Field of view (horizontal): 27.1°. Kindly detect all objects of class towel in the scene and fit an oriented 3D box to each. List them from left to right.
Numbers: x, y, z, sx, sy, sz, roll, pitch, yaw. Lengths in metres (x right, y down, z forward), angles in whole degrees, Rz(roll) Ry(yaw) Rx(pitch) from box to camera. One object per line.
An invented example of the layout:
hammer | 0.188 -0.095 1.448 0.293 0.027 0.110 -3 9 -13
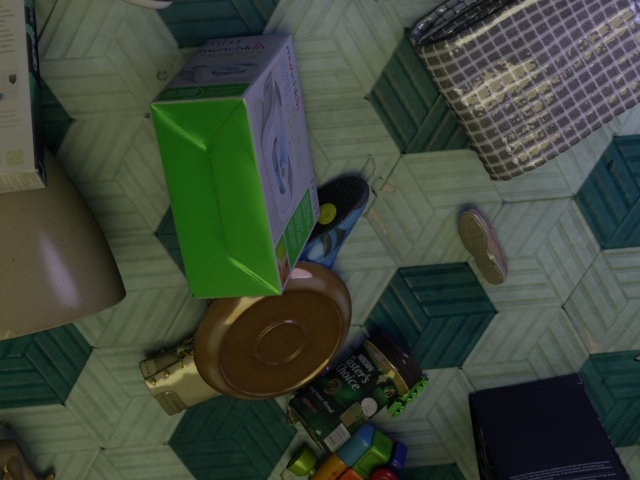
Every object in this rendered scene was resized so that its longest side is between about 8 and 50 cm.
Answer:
towel | 0.287 -0.237 1.700 0.283 0.121 0.235 -31 116 10

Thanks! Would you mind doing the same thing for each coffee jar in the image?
coffee jar | 0.051 0.212 1.892 0.184 0.096 0.079 -38 128 -9

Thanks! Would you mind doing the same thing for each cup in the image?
cup | -0.427 -0.014 1.662 0.331 0.331 0.237 -9 97 -1

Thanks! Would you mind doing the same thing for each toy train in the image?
toy train | 0.006 0.367 1.997 0.143 0.105 0.248 38 114 -5
toy train | 0.129 0.229 1.977 0.023 0.017 0.083 36 108 -9

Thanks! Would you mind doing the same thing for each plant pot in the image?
plant pot | -0.059 0.134 1.826 0.236 0.032 0.236 -14 129 -18

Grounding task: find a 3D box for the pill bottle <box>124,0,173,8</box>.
pill bottle | -0.192 -0.392 1.576 0.117 0.117 0.215 20 113 -15

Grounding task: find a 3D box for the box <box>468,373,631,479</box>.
box | 0.346 0.429 1.933 0.178 0.312 0.343 -10 117 0

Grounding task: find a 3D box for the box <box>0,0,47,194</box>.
box | -0.450 -0.198 1.564 0.232 0.322 0.058 -8 159 -1

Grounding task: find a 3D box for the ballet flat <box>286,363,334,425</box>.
ballet flat | -0.026 0.219 1.943 0.041 0.041 0.114 31 103 -19

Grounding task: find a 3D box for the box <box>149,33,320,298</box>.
box | -0.100 -0.096 1.660 0.126 0.231 0.262 -2 116 16

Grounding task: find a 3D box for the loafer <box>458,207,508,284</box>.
loafer | 0.230 0.003 1.866 0.045 0.039 0.125 -9 119 37

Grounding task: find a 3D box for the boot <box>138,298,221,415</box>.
boot | -0.180 0.149 1.871 0.165 0.077 0.213 -17 124 3

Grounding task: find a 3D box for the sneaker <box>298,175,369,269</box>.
sneaker | 0.000 0.000 1.831 0.209 0.069 0.082 -48 140 10

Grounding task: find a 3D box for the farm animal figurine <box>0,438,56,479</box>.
farm animal figurine | -0.446 0.456 1.963 0.326 0.172 0.330 25 104 -30
